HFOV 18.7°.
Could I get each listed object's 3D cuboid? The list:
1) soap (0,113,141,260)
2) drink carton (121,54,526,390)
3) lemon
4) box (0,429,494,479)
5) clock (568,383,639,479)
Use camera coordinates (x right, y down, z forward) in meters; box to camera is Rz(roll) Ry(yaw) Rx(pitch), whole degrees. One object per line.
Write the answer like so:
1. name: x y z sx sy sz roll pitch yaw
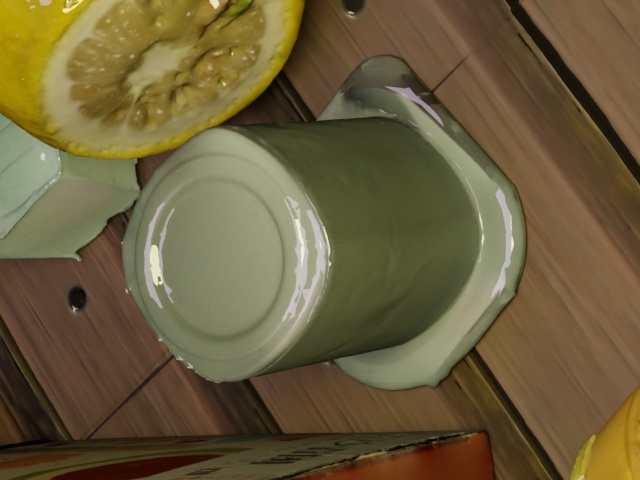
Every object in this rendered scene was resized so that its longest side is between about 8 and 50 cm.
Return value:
1. soap: -0.223 -0.107 1.417 0.145 0.091 0.230 -40 71 32
2. drink carton: 0.000 0.000 1.210 0.185 0.189 0.191 -47 68 24
3. lemon: -0.140 -0.187 1.262 0.240 0.240 0.219 -51 53 28
4. box: -0.139 0.201 1.228 0.385 0.344 0.122 -5 90 36
5. clock: 0.213 0.207 1.001 0.244 0.317 0.200 33 130 -4
